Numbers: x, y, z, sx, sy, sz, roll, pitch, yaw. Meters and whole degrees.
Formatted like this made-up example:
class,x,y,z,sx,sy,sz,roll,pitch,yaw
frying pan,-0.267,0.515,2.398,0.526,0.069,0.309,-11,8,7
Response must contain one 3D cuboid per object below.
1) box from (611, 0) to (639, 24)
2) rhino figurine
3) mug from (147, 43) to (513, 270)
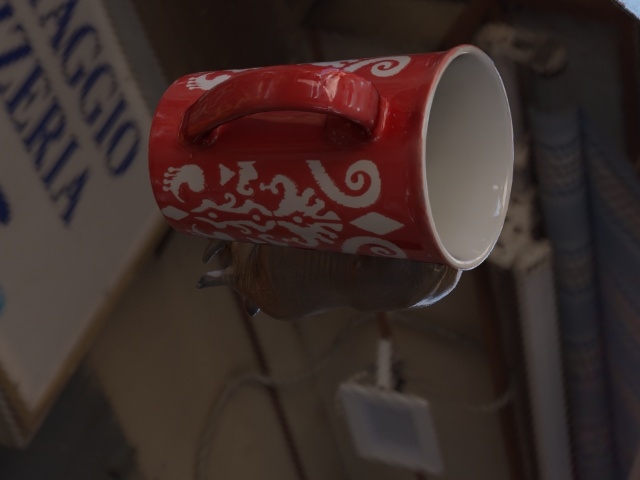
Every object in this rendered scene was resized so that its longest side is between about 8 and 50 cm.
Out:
class,x,y,z,sx,sy,sz,roll,pitch,yaw
box,0.199,-0.214,0.895,0.165,0.270,0.143,-40,-103,15
rhino figurine,0.000,0.000,1.064,0.073,0.106,0.243,25,-22,-40
mug,-0.003,-0.058,0.873,0.169,0.113,0.150,2,-44,30
